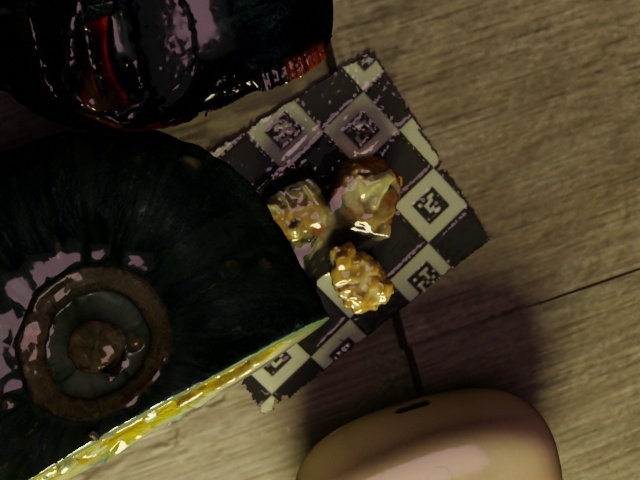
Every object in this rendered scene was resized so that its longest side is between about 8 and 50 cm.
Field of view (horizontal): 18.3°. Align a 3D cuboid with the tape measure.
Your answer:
[{"bbox_3d":[-0.098,-0.142,1.227,0.223,0.202,0.135,-23,111,-27],"label":"tape measure"}]

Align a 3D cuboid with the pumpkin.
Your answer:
[{"bbox_3d":[-0.161,0.041,1.257,0.293,0.263,0.197,-28,83,4],"label":"pumpkin"}]

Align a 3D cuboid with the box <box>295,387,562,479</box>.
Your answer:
[{"bbox_3d":[0.079,0.186,1.449,0.200,0.088,0.146,-16,112,-10],"label":"box"}]

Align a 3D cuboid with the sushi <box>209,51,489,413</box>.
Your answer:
[{"bbox_3d":[0.000,0.000,1.393,0.210,0.040,0.193,-35,113,-3],"label":"sushi"}]
